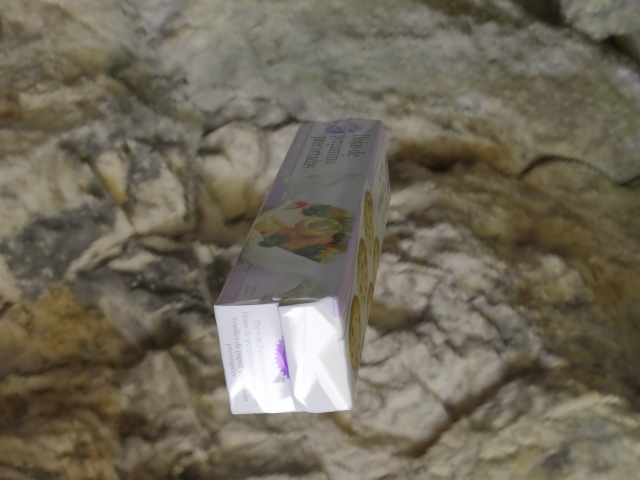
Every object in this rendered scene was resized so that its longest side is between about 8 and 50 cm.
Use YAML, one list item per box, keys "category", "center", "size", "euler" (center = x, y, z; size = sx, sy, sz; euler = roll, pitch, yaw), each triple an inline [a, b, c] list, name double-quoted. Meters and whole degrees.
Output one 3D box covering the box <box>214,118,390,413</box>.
- category: "box"
  center: [0.000, 0.000, 0.728]
  size: [0.324, 0.063, 0.067]
  euler: [-71, -23, -69]
